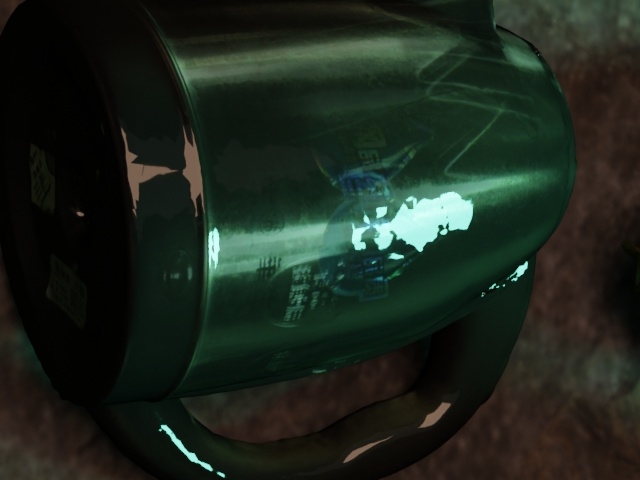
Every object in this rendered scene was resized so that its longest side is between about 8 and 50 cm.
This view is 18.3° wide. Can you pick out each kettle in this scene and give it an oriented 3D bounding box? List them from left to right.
[{"bbox_3d":[0.000,0.000,1.148,0.324,0.228,0.321,-9,106,-26],"label":"kettle"}]

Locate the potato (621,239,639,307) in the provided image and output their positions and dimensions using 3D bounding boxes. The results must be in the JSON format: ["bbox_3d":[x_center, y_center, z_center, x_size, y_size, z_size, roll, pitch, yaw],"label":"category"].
[{"bbox_3d":[0.318,0.015,1.286,0.248,0.143,0.169,-24,82,-32],"label":"potato"}]
